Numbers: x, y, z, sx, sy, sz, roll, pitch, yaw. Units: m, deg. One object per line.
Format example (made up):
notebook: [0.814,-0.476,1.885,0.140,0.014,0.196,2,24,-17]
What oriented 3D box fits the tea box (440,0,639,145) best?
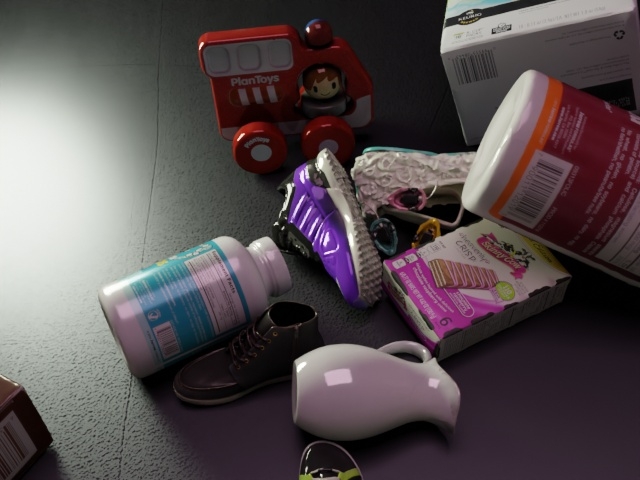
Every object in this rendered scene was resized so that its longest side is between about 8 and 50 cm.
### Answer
tea box: [0.417,-0.378,1.524,0.329,0.220,0.323,-8,40,21]

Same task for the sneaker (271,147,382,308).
sneaker: [0.000,0.000,1.321,0.146,0.102,0.293,-26,55,14]

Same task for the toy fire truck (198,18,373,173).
toy fire truck: [-0.055,-0.274,1.490,0.302,0.253,0.169,-6,44,0]

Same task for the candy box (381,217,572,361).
candy box: [0.231,0.061,1.229,0.233,0.071,0.159,-23,55,-18]

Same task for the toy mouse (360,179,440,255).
toy mouse: [0.130,-0.033,1.322,0.143,0.161,0.031,23,6,19]

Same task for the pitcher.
pitcher: [0.065,0.190,1.107,0.207,0.125,0.177,1,22,-8]

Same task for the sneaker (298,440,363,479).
sneaker: [0.020,0.327,0.970,0.084,0.097,0.234,-8,44,-3]

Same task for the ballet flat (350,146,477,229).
ballet flat: [0.254,-0.081,1.372,0.409,0.147,0.147,1,44,11]

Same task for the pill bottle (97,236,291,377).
pill bottle: [-0.179,0.086,1.208,0.264,0.146,0.146,-23,46,-18]

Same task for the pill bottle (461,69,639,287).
pill bottle: [0.426,-0.068,1.180,0.392,0.224,0.224,24,48,0]

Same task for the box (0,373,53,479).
box: [-0.577,0.229,1.109,0.382,0.143,0.191,18,49,25]

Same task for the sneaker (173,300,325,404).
sneaker: [-0.105,0.151,1.151,0.222,0.118,0.083,-15,45,-10]
